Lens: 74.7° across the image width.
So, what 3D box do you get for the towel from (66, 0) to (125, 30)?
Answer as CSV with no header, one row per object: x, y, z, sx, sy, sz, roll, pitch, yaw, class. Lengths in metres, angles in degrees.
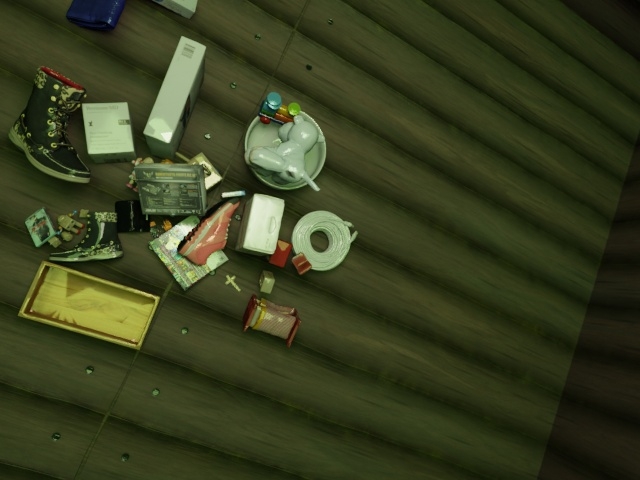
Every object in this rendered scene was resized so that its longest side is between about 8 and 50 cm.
-0.798,-0.936,1.574,0.228,0.076,0.307,17,83,18,towel

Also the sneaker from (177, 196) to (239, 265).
-0.411,-0.035,1.638,0.136,0.116,0.313,49,68,-25,sneaker

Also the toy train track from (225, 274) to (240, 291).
-0.355,0.175,1.711,0.048,0.014,0.083,-41,99,-15,toy train track

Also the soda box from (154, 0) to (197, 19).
-0.600,-0.964,1.643,0.216,0.074,0.069,14,82,-35,soda box

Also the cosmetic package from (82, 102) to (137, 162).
-0.770,-0.392,1.545,0.152,0.151,0.183,-8,89,-19,cosmetic package

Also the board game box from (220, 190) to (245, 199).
-0.355,-0.183,1.694,0.090,0.090,0.019,-10,93,-18,board game box

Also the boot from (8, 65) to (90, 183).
-0.878,-0.387,1.413,0.378,0.138,0.284,36,105,22,boot

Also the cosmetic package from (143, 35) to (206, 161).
-0.532,-0.507,1.558,0.098,0.284,0.376,20,81,-17,cosmetic package

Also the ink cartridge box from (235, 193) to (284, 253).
-0.240,-0.053,1.620,0.117,0.283,0.207,13,83,-16,ink cartridge box

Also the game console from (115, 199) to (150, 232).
-0.720,-0.092,1.612,0.107,0.071,0.122,-1,87,-44,game console

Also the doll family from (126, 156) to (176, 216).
-0.598,-0.222,1.618,0.263,0.118,0.163,36,95,-8,doll family

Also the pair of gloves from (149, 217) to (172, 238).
-0.624,-0.047,1.643,0.084,0.010,0.074,-17,92,-17,pair of gloves

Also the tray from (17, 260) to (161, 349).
-0.825,0.237,1.532,0.412,0.076,0.202,21,81,-14,tray

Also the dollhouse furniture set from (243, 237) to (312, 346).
-0.149,0.198,1.657,0.202,0.152,0.373,21,96,-15,dollhouse furniture set

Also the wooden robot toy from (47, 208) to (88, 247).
-0.929,-0.058,1.534,0.079,0.076,0.173,28,77,22,wooden robot toy

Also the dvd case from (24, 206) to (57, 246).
-0.995,-0.048,1.491,0.087,0.013,0.119,-35,73,4,dvd case

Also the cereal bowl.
-0.155,-0.368,1.741,0.340,0.141,0.338,1,86,-18,cereal bowl

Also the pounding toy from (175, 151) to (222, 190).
-0.461,-0.284,1.607,0.094,0.206,0.181,-40,98,-16,pounding toy

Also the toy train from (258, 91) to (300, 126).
-0.106,-0.483,1.616,0.248,0.143,0.105,18,81,-15,toy train

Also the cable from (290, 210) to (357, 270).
0.000,0.000,1.795,0.257,0.089,0.256,30,80,-13,cable

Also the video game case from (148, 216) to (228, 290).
-0.515,0.044,1.647,0.210,0.042,0.232,-38,98,-22,video game case

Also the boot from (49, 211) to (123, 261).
-0.854,-0.011,1.530,0.237,0.085,0.178,-4,88,-25,boot

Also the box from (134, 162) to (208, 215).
-0.533,-0.182,1.509,0.231,0.056,0.182,1,117,0,box

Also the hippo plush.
-0.123,-0.342,1.526,0.235,0.294,0.236,27,84,-35,hippo plush
